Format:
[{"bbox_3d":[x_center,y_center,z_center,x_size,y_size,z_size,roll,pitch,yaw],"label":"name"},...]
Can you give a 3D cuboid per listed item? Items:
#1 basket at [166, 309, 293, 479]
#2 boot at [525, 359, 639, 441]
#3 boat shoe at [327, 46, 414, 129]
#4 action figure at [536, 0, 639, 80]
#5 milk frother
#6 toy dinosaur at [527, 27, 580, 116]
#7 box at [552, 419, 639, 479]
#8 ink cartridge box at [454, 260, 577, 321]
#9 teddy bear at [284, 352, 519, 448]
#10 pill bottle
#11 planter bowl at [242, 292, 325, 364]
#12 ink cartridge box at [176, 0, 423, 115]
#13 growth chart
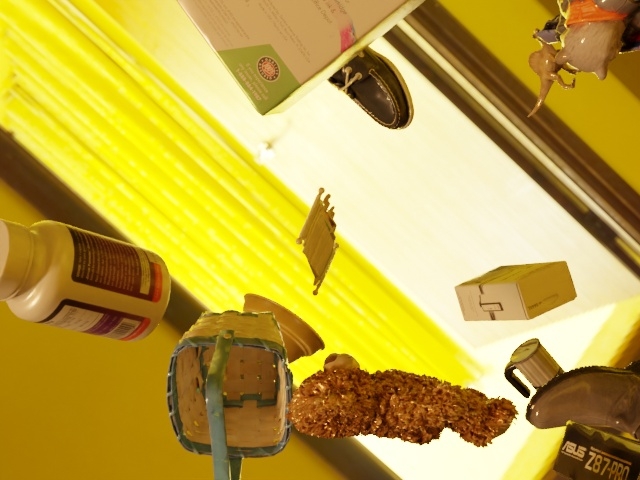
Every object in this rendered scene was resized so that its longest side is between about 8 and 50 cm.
[{"bbox_3d":[-0.142,0.259,1.455,0.289,0.201,0.254,-97,-174,-66],"label":"basket"},{"bbox_3d":[0.582,0.342,1.749,0.338,0.118,0.222,-14,-141,-7],"label":"boot"},{"bbox_3d":[0.044,-0.306,1.612,0.091,0.302,0.114,-27,162,-40],"label":"boat shoe"},{"bbox_3d":[0.362,-0.368,1.209,0.341,0.179,0.330,-8,-113,64],"label":"action figure"},{"bbox_3d":[0.482,0.319,2.063,0.129,0.134,0.143,-39,-168,18],"label":"milk frother"},{"bbox_3d":[0.415,-0.304,1.651,0.053,0.093,0.183,-50,144,-38],"label":"toy dinosaur"},{"bbox_3d":[0.542,0.353,1.234,0.395,0.318,0.097,164,-54,-80],"label":"box"},{"bbox_3d":[0.402,0.106,1.910,0.148,0.085,0.203,-20,-175,-30],"label":"ink cartridge box"},{"bbox_3d":[0.122,0.228,1.346,0.245,0.338,0.113,-122,-140,-86],"label":"teddy bear"},{"bbox_3d":[-0.266,0.040,0.983,0.108,0.193,0.108,-17,-116,38],"label":"pill bottle"},{"bbox_3d":[-0.103,0.216,2.046,0.090,0.217,0.217,-56,-171,-21],"label":"planter bowl"},{"bbox_3d":[0.012,-0.350,1.209,0.353,0.207,0.119,-36,179,15],"label":"ink cartridge box"},{"bbox_3d":[0.000,0.000,2.149,0.172,0.021,0.237,-63,154,-29],"label":"growth chart"}]
